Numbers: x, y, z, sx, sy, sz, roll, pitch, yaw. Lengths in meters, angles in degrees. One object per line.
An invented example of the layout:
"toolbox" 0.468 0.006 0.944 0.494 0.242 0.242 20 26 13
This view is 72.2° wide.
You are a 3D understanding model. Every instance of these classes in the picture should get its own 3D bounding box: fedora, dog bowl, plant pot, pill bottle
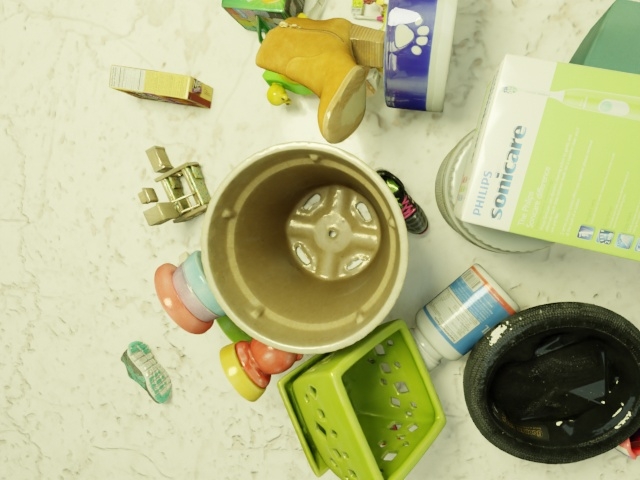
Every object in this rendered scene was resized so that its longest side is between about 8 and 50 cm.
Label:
"fedora" 0.429 0.249 0.838 0.334 0.152 0.334 0 97 3
"dog bowl" 0.182 -0.366 0.773 0.104 0.265 0.264 8 97 13
"plant pot" 0.000 0.000 0.827 0.334 0.305 0.333 1 96 12
"pill bottle" 0.271 0.161 0.881 0.221 0.124 0.124 -44 86 14
"plant pot" 0.516 -0.275 0.769 0.166 0.165 0.234 18 91 9
"plant pot" 0.066 0.305 0.830 0.207 0.227 0.228 -25 88 44

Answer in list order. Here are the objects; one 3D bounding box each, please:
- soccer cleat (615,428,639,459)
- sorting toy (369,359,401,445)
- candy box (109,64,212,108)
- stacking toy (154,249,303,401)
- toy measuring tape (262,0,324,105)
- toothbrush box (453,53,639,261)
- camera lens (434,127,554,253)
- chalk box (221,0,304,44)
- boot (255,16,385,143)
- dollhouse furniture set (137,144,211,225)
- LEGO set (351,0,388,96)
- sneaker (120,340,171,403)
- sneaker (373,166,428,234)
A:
"soccer cleat" 0.694 0.323 0.813 0.318 0.116 0.108 -24 91 13
"sorting toy" 0.084 0.358 0.980 0.132 0.046 0.274 -17 93 13
"candy box" -0.347 -0.335 0.965 0.187 0.109 0.053 13 98 11
"stacking toy" -0.172 0.126 0.884 0.130 0.279 0.309 -35 111 2
"toy measuring tape" 0.002 -0.409 0.890 0.121 0.121 0.330 34 92 6
"toothbrush box" 0.339 -0.095 0.558 0.283 0.122 0.206 13 99 9
"camera lens" 0.318 -0.093 0.767 0.219 0.274 0.219 1 96 11
"chalk box" -0.109 -0.500 0.887 0.132 0.132 0.213 12 97 10
"boot" -0.019 -0.280 0.739 0.211 0.104 0.295 14 55 17
"dollhouse furniture set" -0.327 -0.137 0.955 0.101 0.161 0.181 -24 92 13
"LEGO set" 0.093 -0.429 0.863 0.107 0.132 0.287 15 105 19
"sneaker" -0.434 0.331 1.086 0.076 0.065 0.166 -34 85 29
"sneaker" 0.159 -0.080 0.904 0.063 0.075 0.170 -37 88 13
